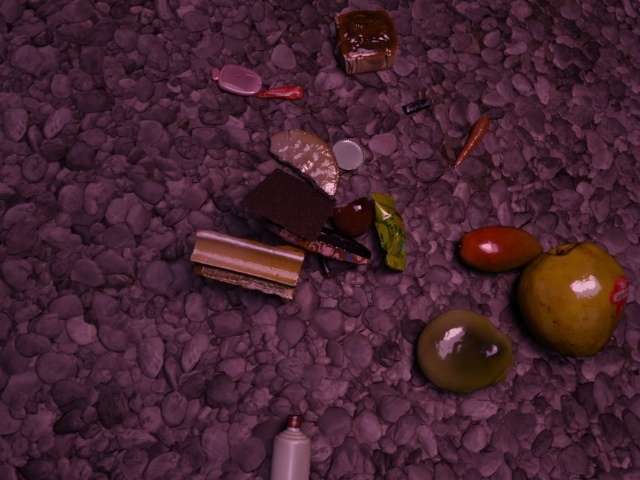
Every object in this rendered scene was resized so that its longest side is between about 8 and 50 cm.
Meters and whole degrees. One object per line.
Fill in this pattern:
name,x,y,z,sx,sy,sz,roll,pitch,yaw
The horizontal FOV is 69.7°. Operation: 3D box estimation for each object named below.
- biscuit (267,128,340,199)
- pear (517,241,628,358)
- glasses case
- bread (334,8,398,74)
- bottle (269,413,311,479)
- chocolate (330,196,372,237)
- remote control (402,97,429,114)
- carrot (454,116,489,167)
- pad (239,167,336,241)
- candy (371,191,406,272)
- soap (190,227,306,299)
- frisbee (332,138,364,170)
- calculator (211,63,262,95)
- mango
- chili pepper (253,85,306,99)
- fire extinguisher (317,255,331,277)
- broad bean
biscuit,-0.035,-0.263,1.432,0.289,0.038,0.141,39,83,9
pear,0.730,0.187,1.342,0.287,0.287,0.376,-17,108,-12
glasses case,0.000,0.000,1.306,0.320,0.122,0.082,19,92,-23
bread,0.152,-0.672,1.545,0.209,0.110,0.192,-9,76,-11
bottle,-0.078,0.582,1.195,0.104,0.104,0.245,6,75,-7
chocolate,0.096,-0.076,1.374,0.127,0.133,0.124,39,77,5
remote control,0.326,-0.458,1.567,0.096,0.014,0.039,-21,80,-14
carrot,0.508,-0.328,1.549,0.048,0.048,0.216,33,79,1
pad,-0.076,-0.110,1.300,0.219,0.330,0.004,28,118,0
candy,0.214,-0.031,1.384,0.069,0.149,0.247,-21,70,28
soap,-0.186,0.058,1.235,0.280,0.259,0.143,16,80,-2
frisbee,0.089,-0.277,1.485,0.110,0.014,0.110,2,77,-8
calculator,-0.272,-0.520,1.486,0.165,0.024,0.103,13,75,-6
mango,0.566,0.025,1.425,0.288,0.129,0.146,-6,78,-18
chili pepper,-0.131,-0.481,1.496,0.178,0.027,0.045,-5,77,-8
fire extinguisher,0.012,0.078,1.379,0.038,0.025,0.083,-24,78,24
broad bean,0.418,0.319,1.331,0.290,0.119,0.238,-2,85,-6
